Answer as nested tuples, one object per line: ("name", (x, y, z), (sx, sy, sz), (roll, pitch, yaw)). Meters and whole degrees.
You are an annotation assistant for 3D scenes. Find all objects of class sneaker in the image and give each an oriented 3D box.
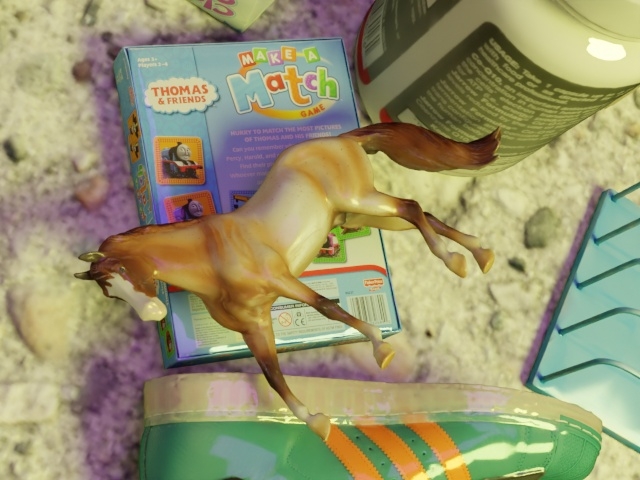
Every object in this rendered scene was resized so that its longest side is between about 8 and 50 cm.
("sneaker", (0.035, 0.153, 0.926), (0.302, 0.108, 0.121), (4, 75, -12))

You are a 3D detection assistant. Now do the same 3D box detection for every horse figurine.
("horse figurine", (0.000, 0.000, 0.910), (0.174, 0.066, 0.263), (37, 59, 16))

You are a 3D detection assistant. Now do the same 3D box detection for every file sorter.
("file sorter", (0.246, 0.050, 1.034), (0.118, 0.104, 0.170), (31, 66, -12))

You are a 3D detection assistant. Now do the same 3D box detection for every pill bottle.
("pill bottle", (0.145, -0.155, 0.951), (0.161, 0.283, 0.161), (6, 74, -20))

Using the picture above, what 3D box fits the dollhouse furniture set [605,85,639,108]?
("dollhouse furniture set", (0.344, -0.308, 1.088), (0.394, 0.256, 0.362), (-41, 93, -26))

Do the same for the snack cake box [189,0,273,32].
("snack cake box", (-0.048, -0.298, 1.024), (0.152, 0.089, 0.264), (32, 66, -12))

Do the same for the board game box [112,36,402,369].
("board game box", (-0.042, -0.029, 0.978), (0.160, 0.039, 0.211), (-6, 78, -23))
